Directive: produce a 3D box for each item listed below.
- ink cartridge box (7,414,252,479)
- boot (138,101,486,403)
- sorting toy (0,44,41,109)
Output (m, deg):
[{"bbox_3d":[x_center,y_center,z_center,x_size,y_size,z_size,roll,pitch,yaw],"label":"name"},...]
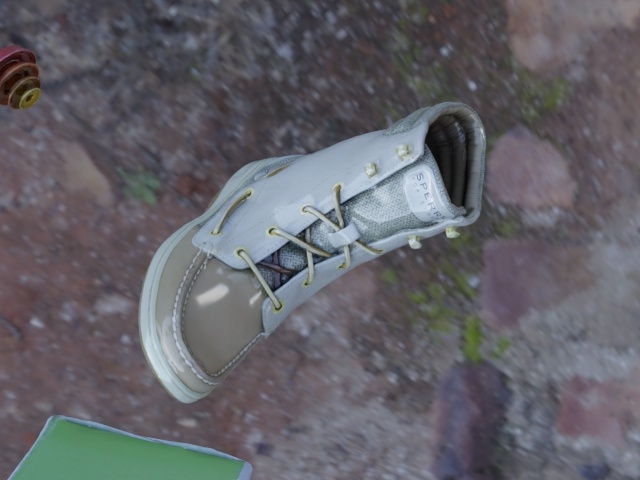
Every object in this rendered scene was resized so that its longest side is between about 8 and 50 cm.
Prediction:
[{"bbox_3d":[-0.073,0.135,0.433,0.062,0.209,0.109,14,108,4],"label":"ink cartridge box"},{"bbox_3d":[0.000,0.000,1.014,0.165,0.213,0.077,-17,114,32],"label":"boot"},{"bbox_3d":[-0.235,-0.096,1.263,0.102,0.061,0.042,-41,71,-10],"label":"sorting toy"}]
